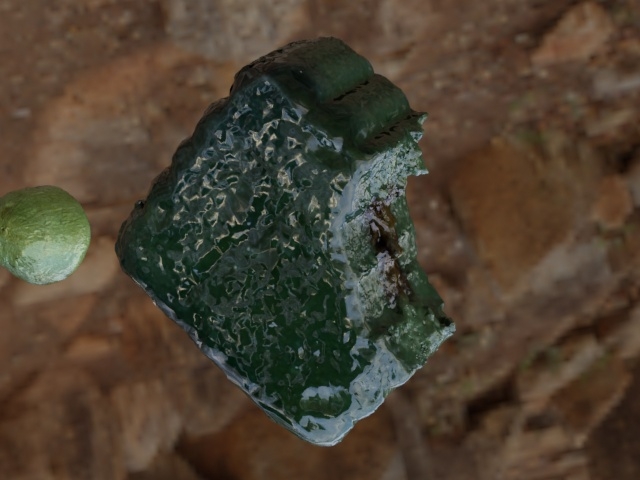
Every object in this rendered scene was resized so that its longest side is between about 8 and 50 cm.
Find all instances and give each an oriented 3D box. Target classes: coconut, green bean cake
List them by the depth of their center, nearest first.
[{"bbox_3d":[-0.235,-0.005,1.509,0.088,0.088,0.096,-13,172,36],"label":"coconut"},{"bbox_3d":[0.000,0.000,1.715,0.300,0.308,0.169,-47,173,33],"label":"green bean cake"}]
